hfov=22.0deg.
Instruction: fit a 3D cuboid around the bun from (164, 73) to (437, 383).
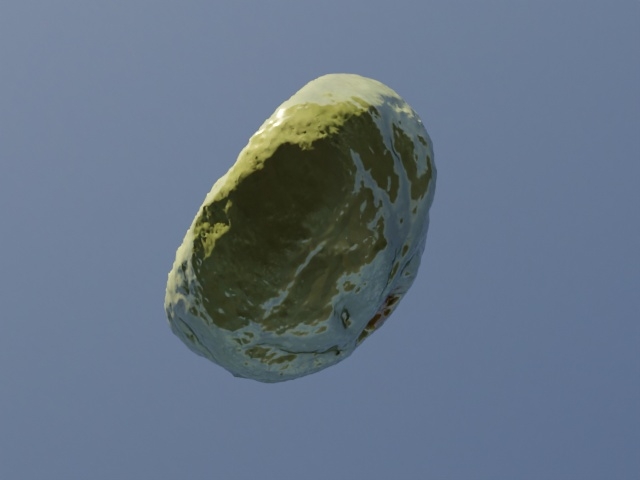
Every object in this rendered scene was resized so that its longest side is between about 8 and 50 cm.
[{"bbox_3d":[0.000,0.000,0.977,0.118,0.195,0.195,34,-102,11],"label":"bun"}]
